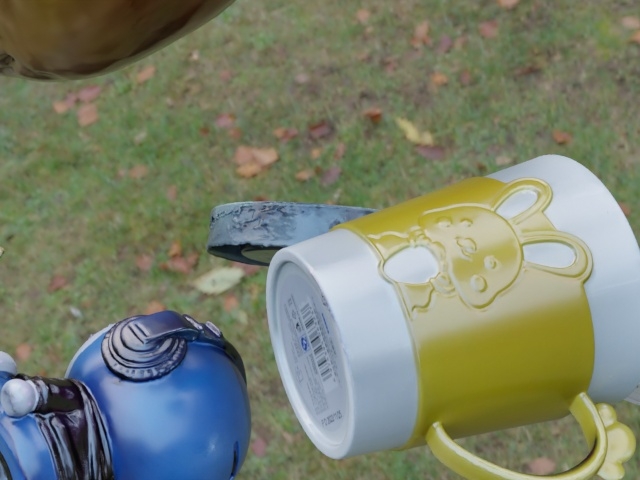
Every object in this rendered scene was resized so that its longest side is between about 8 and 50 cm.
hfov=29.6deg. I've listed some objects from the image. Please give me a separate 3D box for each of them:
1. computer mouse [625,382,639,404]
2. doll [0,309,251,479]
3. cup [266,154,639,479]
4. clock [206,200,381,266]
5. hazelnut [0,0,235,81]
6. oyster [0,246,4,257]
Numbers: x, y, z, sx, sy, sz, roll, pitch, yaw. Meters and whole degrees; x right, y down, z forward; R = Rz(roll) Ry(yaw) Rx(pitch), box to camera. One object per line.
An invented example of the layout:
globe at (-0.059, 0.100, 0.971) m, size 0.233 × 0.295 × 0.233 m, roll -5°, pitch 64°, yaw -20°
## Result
computer mouse at (0.265, 0.112, 1.153) m, size 0.102 × 0.199 × 0.045 m, roll -17°, pitch 54°, yaw 62°
doll at (-0.223, 0.210, 1.370) m, size 0.310 × 0.284 × 0.240 m, roll -18°, pitch 42°, yaw -35°
cup at (0.101, 0.071, 0.819) m, size 0.226 × 0.185 × 0.241 m, roll -13°, pitch 54°, yaw -20°
clock at (0.000, 0.000, 1.199) m, size 0.226 × 0.226 × 0.049 m, roll 3°, pitch 83°, yaw 25°
hazelnut at (-0.185, -0.298, 0.966) m, size 0.372 × 0.315 × 0.372 m, roll -18°, pitch 64°, yaw 41°
oyster at (-0.462, 0.131, 1.271) m, size 0.341 × 0.110 × 0.166 m, roll -44°, pitch 53°, yaw 15°
